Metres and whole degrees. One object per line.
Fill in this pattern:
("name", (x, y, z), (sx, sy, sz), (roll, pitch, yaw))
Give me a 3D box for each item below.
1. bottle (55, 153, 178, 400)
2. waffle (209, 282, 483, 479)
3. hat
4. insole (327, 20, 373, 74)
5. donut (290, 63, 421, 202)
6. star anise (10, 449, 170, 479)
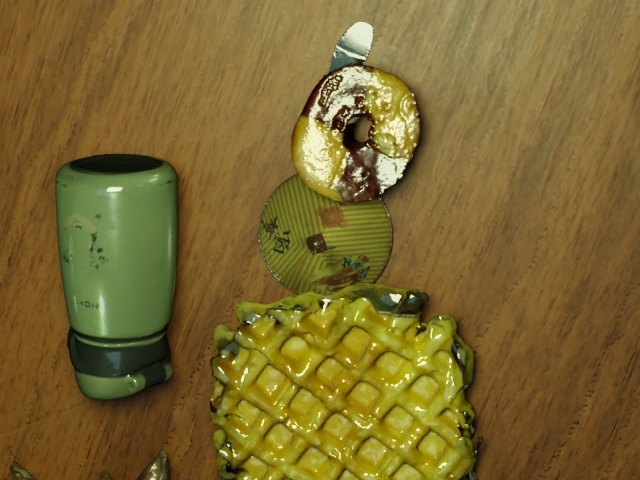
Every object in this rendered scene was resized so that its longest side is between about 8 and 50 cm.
("bottle", (-0.281, 0.060, 1.719), (0.168, 0.168, 0.347), (5, 107, 9))
("waffle", (0.033, 0.243, 1.737), (0.382, 0.095, 0.379), (-4, 102, 8))
("hat", (0.000, 0.000, 1.698), (0.193, 0.082, 0.193), (2, 102, 10))
("insole", (0.033, -0.235, 1.684), (0.045, 0.002, 0.135), (25, 104, 4))
("donut", (0.049, -0.142, 1.658), (0.166, 0.073, 0.184), (14, 97, 4))
("star anise", (-0.299, 0.453, 1.828), (0.292, 0.109, 0.349), (-23, 96, 8))
